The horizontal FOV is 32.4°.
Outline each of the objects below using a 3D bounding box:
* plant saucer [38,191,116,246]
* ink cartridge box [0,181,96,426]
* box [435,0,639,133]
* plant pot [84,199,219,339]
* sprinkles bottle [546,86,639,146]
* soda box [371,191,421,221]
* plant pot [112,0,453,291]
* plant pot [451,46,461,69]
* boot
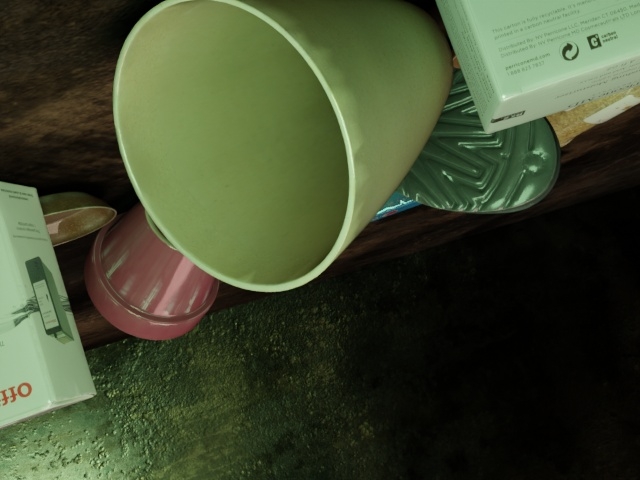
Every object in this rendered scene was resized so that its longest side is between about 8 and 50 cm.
[{"bbox_3d":[-0.373,-0.025,1.469,0.198,0.036,0.198,-18,173,-2],"label":"plant saucer"},{"bbox_3d":[-0.410,0.091,1.308,0.198,0.273,0.115,-20,172,14],"label":"ink cartridge box"},{"bbox_3d":[0.202,-0.213,0.953,0.180,0.182,0.119,-19,172,-1],"label":"box"},{"bbox_3d":[-0.223,0.016,1.598,0.201,0.201,0.180,-13,155,-37],"label":"plant pot"},{"bbox_3d":[0.361,-0.220,1.269,0.121,0.121,0.355,-14,171,-32],"label":"sprinkles bottle"},{"bbox_3d":[0.084,-0.069,2.103,0.210,0.067,0.071,-19,173,5],"label":"soda box"},{"bbox_3d":[0.001,-0.126,0.999,0.256,0.257,0.274,-26,-175,44],"label":"plant pot"},{"bbox_3d":[0.260,-0.259,1.329,0.236,0.032,0.236,-19,172,-3],"label":"plant pot"},{"bbox_3d":[0.153,-0.105,1.350,0.366,0.146,0.445,16,-179,24],"label":"boot"}]
